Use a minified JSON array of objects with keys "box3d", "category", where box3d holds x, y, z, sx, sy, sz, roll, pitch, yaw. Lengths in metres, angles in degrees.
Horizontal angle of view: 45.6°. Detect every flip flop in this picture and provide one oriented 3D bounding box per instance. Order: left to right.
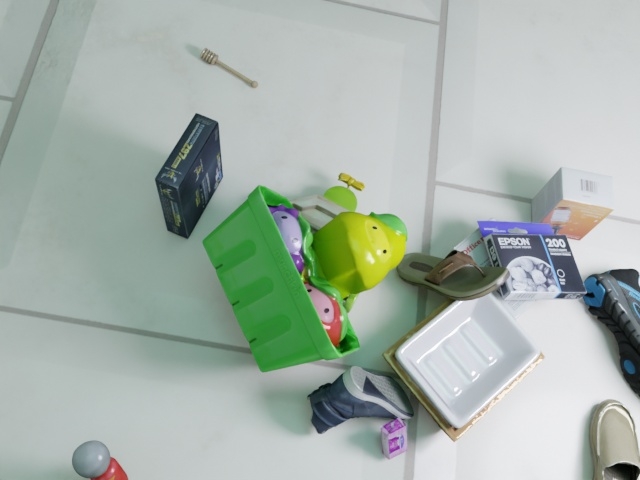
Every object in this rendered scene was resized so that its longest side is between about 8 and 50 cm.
[{"box3d":[0.278,0.059,1.659,0.277,0.080,0.112,15,42,45],"category":"flip flop"}]

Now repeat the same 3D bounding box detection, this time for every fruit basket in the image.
[{"box3d":[0.004,0.052,1.537,0.392,0.283,0.392,-1,86,13],"category":"fruit basket"}]

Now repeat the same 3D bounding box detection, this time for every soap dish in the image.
[{"box3d":[0.302,0.253,1.632,0.291,0.118,0.229,-36,78,-22],"category":"soap dish"}]

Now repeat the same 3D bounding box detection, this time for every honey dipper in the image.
[{"box3d":[-0.225,-0.426,1.898,0.161,0.030,0.030,32,65,3],"category":"honey dipper"}]

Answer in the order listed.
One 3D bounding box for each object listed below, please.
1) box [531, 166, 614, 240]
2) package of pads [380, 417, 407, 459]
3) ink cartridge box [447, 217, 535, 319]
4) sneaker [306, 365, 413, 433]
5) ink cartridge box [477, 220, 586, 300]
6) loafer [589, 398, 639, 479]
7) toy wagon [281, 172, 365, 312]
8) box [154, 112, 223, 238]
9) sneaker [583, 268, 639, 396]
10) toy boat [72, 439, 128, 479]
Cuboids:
[{"box3d":[0.595,-0.084,1.809,0.130,0.170,0.091,10,63,-6],"category":"box"},{"box3d":[0.150,0.407,1.560,0.050,0.083,0.032,-23,39,-20],"category":"package of pads"},{"box3d":[0.406,0.074,1.750,0.153,0.087,0.208,-35,77,-23],"category":"ink cartridge box"},{"box3d":[0.075,0.345,1.577,0.226,0.163,0.086,32,30,-38],"category":"sneaker"},{"box3d":[0.472,0.035,1.705,0.206,0.045,0.208,1,57,-21],"category":"ink cartridge box"},{"box3d":[0.631,0.464,1.611,0.102,0.092,0.268,12,64,-4],"category":"loafer"},{"box3d":[0.000,0.000,1.725,0.267,0.068,0.344,28,64,3],"category":"toy wagon"},{"box3d":[-0.278,-0.134,1.643,0.059,0.232,0.183,23,64,7],"category":"box"},{"box3d":[0.737,0.214,1.727,0.140,0.125,0.340,-15,71,-21],"category":"sneaker"},{"box3d":[-0.444,0.520,1.345,0.268,0.148,0.318,4,52,20],"category":"toy boat"}]
